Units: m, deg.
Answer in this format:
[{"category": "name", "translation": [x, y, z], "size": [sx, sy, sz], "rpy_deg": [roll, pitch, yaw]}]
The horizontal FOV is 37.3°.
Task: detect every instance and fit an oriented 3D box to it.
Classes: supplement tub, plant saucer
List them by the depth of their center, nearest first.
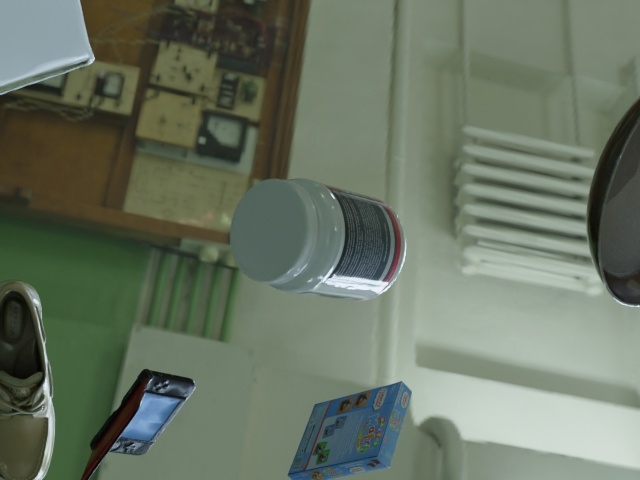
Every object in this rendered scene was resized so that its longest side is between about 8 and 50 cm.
[{"category": "plant saucer", "translation": [0.414, -0.072, 1.145], "size": [0.050, 0.311, 0.310], "rpy_deg": [30, -68, 43]}, {"category": "supplement tub", "translation": [0.000, 0.000, 1.605], "size": [0.191, 0.272, 0.191], "rpy_deg": [-7, -102, 38]}]

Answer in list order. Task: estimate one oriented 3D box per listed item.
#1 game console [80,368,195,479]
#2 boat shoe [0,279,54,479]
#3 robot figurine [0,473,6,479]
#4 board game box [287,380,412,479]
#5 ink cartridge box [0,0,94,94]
[{"category": "game console", "translation": [-0.231, 0.244, 1.210], "size": [0.144, 0.124, 0.085], "rpy_deg": [-52, -136, 19]}, {"category": "boat shoe", "translation": [-0.434, 0.208, 1.349], "size": [0.098, 0.109, 0.302], "rpy_deg": [-179, -92, -71]}, {"category": "robot figurine", "translation": [-0.475, 0.330, 1.018], "size": [0.209, 0.278, 0.173], "rpy_deg": [-128, -155, -56]}, {"category": "board game box", "translation": [0.051, 0.338, 1.657], "size": [0.211, 0.039, 0.160], "rpy_deg": [-23, -150, 39]}, {"category": "ink cartridge box", "translation": [-0.300, -0.289, 0.593], "size": [0.384, 0.160, 0.279], "rpy_deg": [52, -24, 38]}]
